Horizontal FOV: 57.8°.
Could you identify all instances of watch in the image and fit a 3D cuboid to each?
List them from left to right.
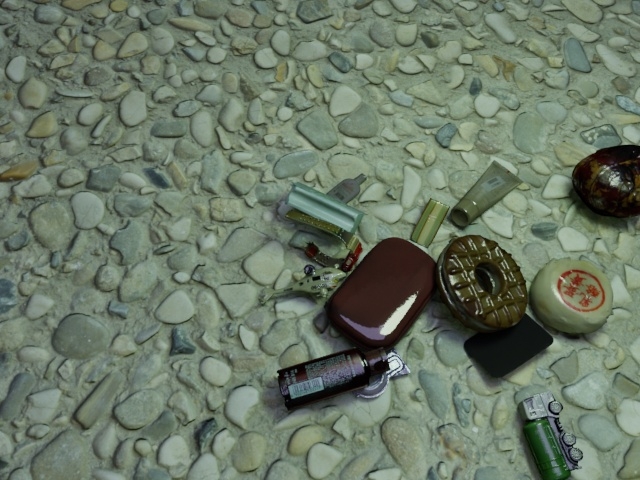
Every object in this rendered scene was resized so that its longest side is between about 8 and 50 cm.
[{"bbox_3d":[0.005,0.007,1.901,0.269,0.164,0.102,22,47,10],"label":"watch"}]

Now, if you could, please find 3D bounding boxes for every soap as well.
[{"bbox_3d":[0.013,-0.112,1.974,0.262,0.150,0.094,27,95,11],"label":"soap"}]

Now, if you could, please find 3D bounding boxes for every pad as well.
[{"bbox_3d":[0.632,0.383,1.786,0.250,0.055,0.323,-26,65,-17],"label":"pad"}]

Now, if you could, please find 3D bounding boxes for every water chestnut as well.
[{"bbox_3d":[1.032,-0.201,2.041,0.289,0.244,0.288,5,63,-9],"label":"water chestnut"}]

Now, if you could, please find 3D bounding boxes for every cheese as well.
[{"bbox_3d":[0.173,0.407,1.754,0.191,0.042,0.105,-29,67,-20],"label":"cheese"}]

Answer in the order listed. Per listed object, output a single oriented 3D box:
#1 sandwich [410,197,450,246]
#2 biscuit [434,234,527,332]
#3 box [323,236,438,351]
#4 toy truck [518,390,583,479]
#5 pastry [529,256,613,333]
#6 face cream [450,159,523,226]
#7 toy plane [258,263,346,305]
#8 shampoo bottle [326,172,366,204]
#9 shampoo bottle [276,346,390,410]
[{"bbox_3d":[0.388,-0.062,2.050,0.079,0.113,0.163,26,97,11],"label":"sandwich"},{"bbox_3d":[0.514,0.136,1.844,0.332,0.103,0.331,12,58,-21],"label":"biscuit"},{"bbox_3d":[0.206,0.171,1.853,0.263,0.108,0.404,35,64,16],"label":"box"},{"bbox_3d":[0.653,0.563,1.661,0.125,0.101,0.242,-16,64,2],"label":"toy truck"},{"bbox_3d":[0.813,0.176,1.874,0.265,0.133,0.264,3,57,-4],"label":"pastry"},{"bbox_3d":[0.597,-0.172,2.096,0.137,0.084,0.341,41,58,16],"label":"face cream"},{"bbox_3d":[-0.057,0.146,1.850,0.287,0.092,0.108,-11,62,3],"label":"toy plane"},{"bbox_3d":[0.100,-0.185,2.091,0.080,0.040,0.165,41,66,20],"label":"shampoo bottle"},{"bbox_3d":[0.041,0.393,1.701,0.323,0.084,0.129,-18,60,-2],"label":"shampoo bottle"}]
